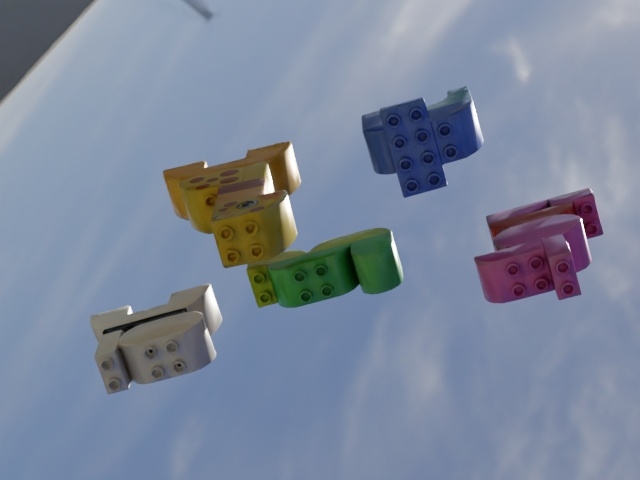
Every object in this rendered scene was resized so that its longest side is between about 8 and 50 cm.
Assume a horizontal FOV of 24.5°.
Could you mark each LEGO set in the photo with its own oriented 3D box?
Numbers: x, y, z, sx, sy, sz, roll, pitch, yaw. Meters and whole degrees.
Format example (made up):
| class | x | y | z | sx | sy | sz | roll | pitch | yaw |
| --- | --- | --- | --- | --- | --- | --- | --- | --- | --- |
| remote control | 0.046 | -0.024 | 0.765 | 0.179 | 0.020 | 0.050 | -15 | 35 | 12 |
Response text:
| class | x | y | z | sx | sy | sz | roll | pitch | yaw |
| --- | --- | --- | --- | --- | --- | --- | --- | --- | --- |
| LEGO set | 0.000 | 0.000 | 0.597 | 0.227 | 0.087 | 0.093 | -15 | -161 | 6 |

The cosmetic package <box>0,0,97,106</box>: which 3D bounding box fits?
| class | x | y | z | sx | sy | sz | roll | pitch | yaw |
| --- | --- | --- | --- | --- | --- | --- | --- | --- | --- |
| cosmetic package | -0.183 | -0.120 | 0.694 | 0.160 | 0.113 | 0.309 | -25 | -156 | 44 |
